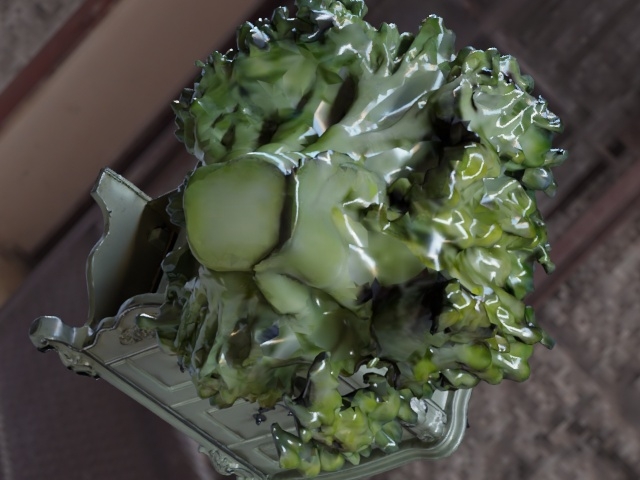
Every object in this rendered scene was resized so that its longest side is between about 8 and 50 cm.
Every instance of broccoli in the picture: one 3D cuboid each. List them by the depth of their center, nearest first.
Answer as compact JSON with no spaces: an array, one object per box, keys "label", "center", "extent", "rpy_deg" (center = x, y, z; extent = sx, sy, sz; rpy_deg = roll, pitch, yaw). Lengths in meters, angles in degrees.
[{"label":"broccoli","center":[0.012,-0.003,1.283],"extent":[0.334,0.324,0.272],"rpy_deg":[12,33,28]}]

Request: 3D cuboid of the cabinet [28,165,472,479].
[{"label":"cabinet","center":[-0.049,0.062,1.675],"extent":[0.318,0.290,0.227],"rpy_deg":[39,51,-30]}]
